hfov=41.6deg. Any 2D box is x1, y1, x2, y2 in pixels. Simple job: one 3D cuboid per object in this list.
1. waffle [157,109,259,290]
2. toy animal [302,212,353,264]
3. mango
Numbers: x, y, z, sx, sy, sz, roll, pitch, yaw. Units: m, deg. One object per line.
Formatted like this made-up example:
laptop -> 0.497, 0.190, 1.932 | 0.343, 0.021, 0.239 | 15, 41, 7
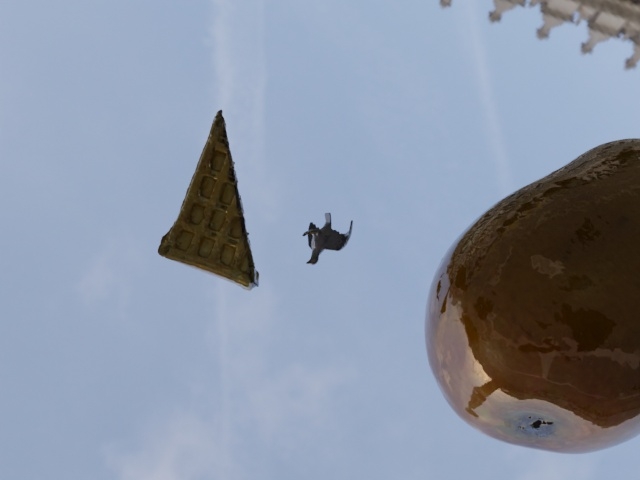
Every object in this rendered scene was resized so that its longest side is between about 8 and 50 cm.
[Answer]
waffle -> -0.078, -0.039, 0.770 | 0.097, 0.023, 0.153 | 17, -104, 10
toy animal -> -0.001, -0.001, 0.774 | 0.050, 0.084, 0.028 | -43, -73, -19
mango -> 0.222, 0.034, 0.685 | 0.211, 0.173, 0.317 | 32, -119, 28
